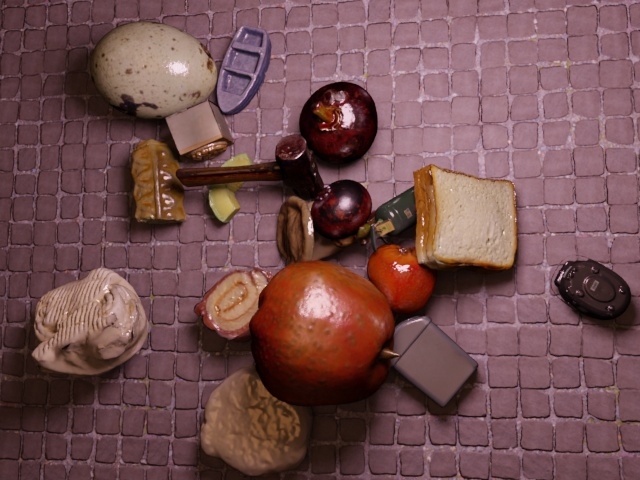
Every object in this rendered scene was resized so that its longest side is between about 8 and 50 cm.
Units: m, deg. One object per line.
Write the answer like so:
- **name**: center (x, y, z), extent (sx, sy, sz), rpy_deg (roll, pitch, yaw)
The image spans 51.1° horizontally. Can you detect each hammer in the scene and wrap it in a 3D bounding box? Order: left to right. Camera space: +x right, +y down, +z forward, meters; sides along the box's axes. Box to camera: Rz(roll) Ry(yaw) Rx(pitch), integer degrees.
- **hammer**: center (-0.208, -0.186, 1.914), extent (0.409, 0.242, 0.095), rpy_deg (-5, 67, 8)

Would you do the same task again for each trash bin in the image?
- **trash bin**: center (0.293, 0.319, 1.836), extent (0.236, 0.101, 0.176), rpy_deg (40, 89, 11)

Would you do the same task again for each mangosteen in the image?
- **mangosteen**: center (0.043, -0.337, 1.886), extent (0.236, 0.261, 0.235), rpy_deg (-1, 88, 22)
- **mangosteen**: center (0.071, -0.069, 1.852), extent (0.200, 0.200, 0.199), rpy_deg (-1, 82, 11)

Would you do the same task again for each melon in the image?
- **melon**: center (-0.266, -0.163, 2.028), extent (0.118, 0.064, 0.209), rpy_deg (36, 88, 14)

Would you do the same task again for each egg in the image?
- **egg**: center (-0.498, -0.509, 2.005), extent (0.380, 0.287, 0.287), rpy_deg (-2, 82, 2)

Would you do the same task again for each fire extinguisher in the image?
- **fire extinguisher**: center (0.247, -0.083, 1.837), extent (0.311, 0.095, 0.114), rpy_deg (-29, 97, -23)

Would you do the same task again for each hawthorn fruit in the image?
- **hawthorn fruit**: center (0.024, 0.249, 1.733), extent (0.403, 0.403, 0.402), rpy_deg (-1, 82, 11)
- **hawthorn fruit**: center (0.219, 0.125, 1.836), extent (0.197, 0.196, 0.225), rpy_deg (8, 104, 12)

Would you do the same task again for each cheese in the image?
- **cheese**: center (-0.183, 0.516, 1.893), extent (0.326, 0.115, 0.318), rpy_deg (-30, 78, 7)

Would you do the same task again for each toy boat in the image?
- **toy boat**: center (-0.240, -0.517, 2.062), extent (0.127, 0.078, 0.282), rpy_deg (18, 86, 12)

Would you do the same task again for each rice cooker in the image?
- **rice cooker**: center (0.717, 0.126, 1.768), extent (0.203, 0.118, 0.142), rpy_deg (29, 89, 10)

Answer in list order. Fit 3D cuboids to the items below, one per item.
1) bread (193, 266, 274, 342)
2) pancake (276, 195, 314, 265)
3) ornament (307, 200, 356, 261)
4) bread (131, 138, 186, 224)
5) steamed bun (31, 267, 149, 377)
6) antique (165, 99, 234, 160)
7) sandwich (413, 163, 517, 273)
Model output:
- **bread**: center (-0.216, 0.180, 1.939), extent (0.244, 0.123, 0.190), rpy_deg (-45, 79, 3)
- **pancake**: center (-0.076, -0.019, 1.901), extent (0.042, 0.222, 0.236), rpy_deg (1, 51, -23)
- **ornament**: center (0.000, 0.000, 1.952), extent (0.245, 0.061, 0.230), rpy_deg (-26, 80, 4)
- **bread**: center (-0.497, -0.178, 2.042), extent (0.152, 0.130, 0.267), rpy_deg (-3, 79, -26)
- **steamed bun**: center (-0.654, 0.272, 1.955), extent (0.394, 0.237, 0.346), rpy_deg (12, 59, 41)
- **antique**: center (-0.356, -0.324, 2.019), extent (0.152, 0.147, 0.147), rpy_deg (-21, 87, 8)
- **sandwich**: center (0.390, -0.048, 1.793), extent (0.301, 0.099, 0.271), rpy_deg (6, 84, -28)
